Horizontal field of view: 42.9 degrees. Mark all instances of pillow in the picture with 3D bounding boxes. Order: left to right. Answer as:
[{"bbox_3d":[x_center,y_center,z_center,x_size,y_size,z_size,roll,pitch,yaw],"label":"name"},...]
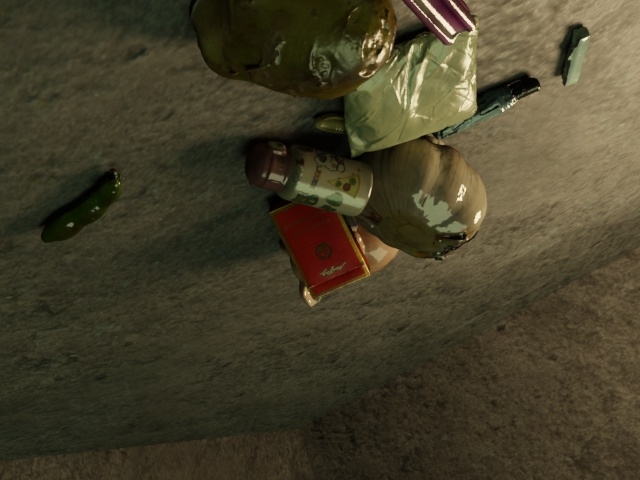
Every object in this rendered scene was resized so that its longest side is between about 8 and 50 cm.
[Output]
[{"bbox_3d":[0.173,-0.282,1.558,0.281,0.076,0.274,-19,148,-4],"label":"pillow"}]

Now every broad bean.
[{"bbox_3d":[-0.457,-0.059,1.583,0.255,0.046,0.065,-34,147,26],"label":"broad bean"}]

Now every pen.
[{"bbox_3d":[0.080,-0.234,1.668,0.233,0.032,0.040,-1,127,-42],"label":"pen"}]

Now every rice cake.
[{"bbox_3d":[0.532,-0.383,1.710,0.042,0.030,0.180,-19,157,0],"label":"rice cake"}]

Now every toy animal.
[{"bbox_3d":[0.056,0.018,2.011,0.256,0.195,0.213,-9,147,-19],"label":"toy animal"}]

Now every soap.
[{"bbox_3d":[0.160,-0.394,1.254,0.066,0.122,0.203,-31,154,21],"label":"soap"}]

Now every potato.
[{"bbox_3d":[-0.029,-0.304,1.209,0.300,0.196,0.246,-16,156,-6],"label":"potato"}]

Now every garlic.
[{"bbox_3d":[0.203,-0.098,1.805,0.322,0.241,0.321,6,123,9],"label":"garlic"}]

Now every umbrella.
[{"bbox_3d":[0.352,-0.285,1.750,0.251,0.053,0.052,-23,155,7],"label":"umbrella"}]

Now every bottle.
[{"bbox_3d":[-0.028,-0.131,1.647,0.253,0.120,0.120,14,144,-24],"label":"bottle"}]

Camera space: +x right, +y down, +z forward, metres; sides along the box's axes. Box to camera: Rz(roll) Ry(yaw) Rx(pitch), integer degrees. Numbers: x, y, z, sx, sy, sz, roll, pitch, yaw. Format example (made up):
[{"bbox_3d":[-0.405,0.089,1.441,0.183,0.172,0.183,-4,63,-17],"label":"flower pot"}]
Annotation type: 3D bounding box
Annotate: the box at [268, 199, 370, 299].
[{"bbox_3d":[0.000,0.000,1.876,0.153,0.239,0.074,-25,-164,4],"label":"box"}]
